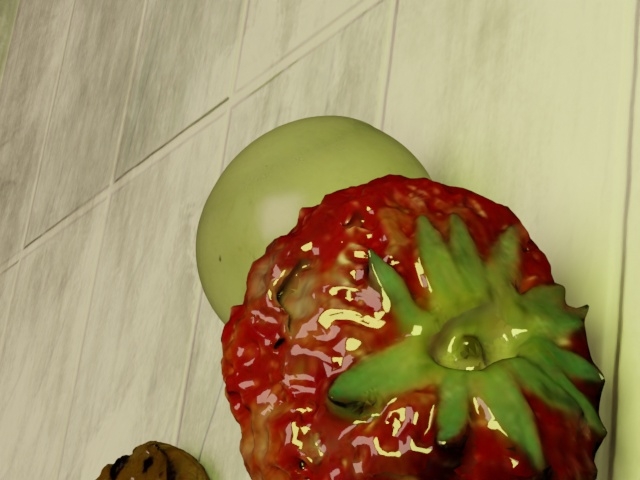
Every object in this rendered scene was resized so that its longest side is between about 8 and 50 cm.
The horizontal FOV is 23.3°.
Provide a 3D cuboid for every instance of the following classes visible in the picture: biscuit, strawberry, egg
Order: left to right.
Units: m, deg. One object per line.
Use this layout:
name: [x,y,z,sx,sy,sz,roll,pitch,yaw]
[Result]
biscuit: [-0.208,0.361,1.748,0.296,0.075,0.296,-43,34,39]
egg: [0.000,0.000,1.410,0.269,0.219,0.219,-20,56,54]
strawberry: [0.047,0.114,1.168,0.310,0.291,0.292,-39,41,43]
